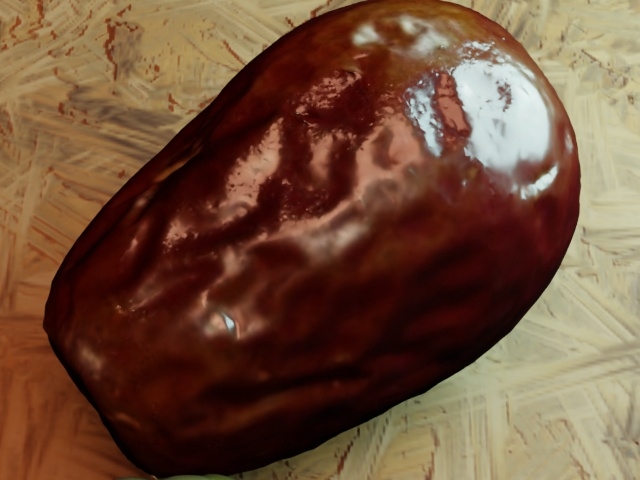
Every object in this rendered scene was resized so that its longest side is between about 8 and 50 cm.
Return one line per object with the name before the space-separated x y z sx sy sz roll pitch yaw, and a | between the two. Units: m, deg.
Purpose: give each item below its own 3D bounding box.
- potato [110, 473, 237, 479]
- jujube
potato | -0.118 0.229 0.813 0.262 0.165 0.165 -40 68 -14
jujube | 0.000 0.000 0.909 0.318 0.223 0.223 -35 66 -12
